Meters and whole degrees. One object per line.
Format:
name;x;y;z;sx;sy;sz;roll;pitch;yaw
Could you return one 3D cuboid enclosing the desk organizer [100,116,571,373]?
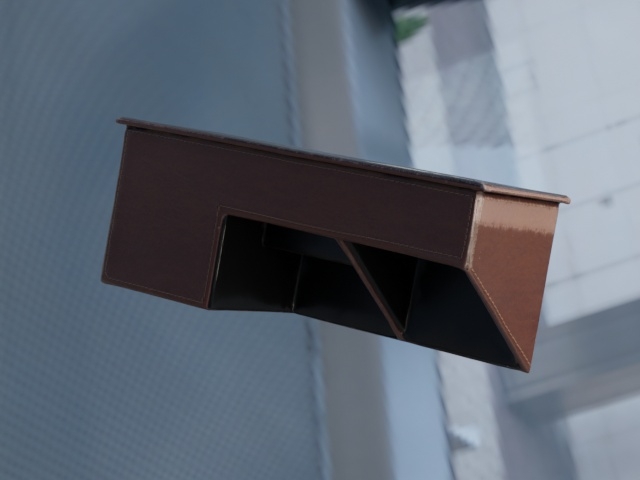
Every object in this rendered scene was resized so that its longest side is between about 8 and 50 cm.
desk organizer;0.000;0.000;0.488;0.047;0.130;0.050;5;96;-53
